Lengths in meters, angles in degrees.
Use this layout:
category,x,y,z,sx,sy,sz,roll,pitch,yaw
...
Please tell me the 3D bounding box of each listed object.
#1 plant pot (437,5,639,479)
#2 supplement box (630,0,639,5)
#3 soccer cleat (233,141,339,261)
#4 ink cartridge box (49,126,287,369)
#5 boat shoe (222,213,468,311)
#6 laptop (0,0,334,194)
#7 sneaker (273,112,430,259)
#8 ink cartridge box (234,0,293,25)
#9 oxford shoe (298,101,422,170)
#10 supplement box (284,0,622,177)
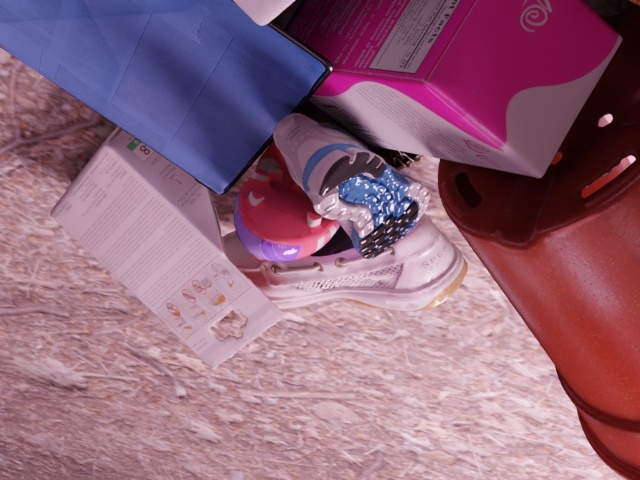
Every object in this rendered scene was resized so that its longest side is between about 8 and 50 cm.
category,x,y,z,sx,sy,sz,roll,pitch,yaw
plant pot,0.235,-0.005,1.099,0.272,0.272,0.265,-9,136,41
supplement box,0.208,-0.225,0.907,0.104,0.080,0.188,22,151,-6
soccer cleat,-0.031,-0.018,1.266,0.083,0.248,0.095,20,109,-4
ink cartridge box,-0.136,0.005,1.474,0.225,0.056,0.181,42,147,-6
boat shoe,0.000,0.000,1.421,0.277,0.098,0.096,-1,132,36
laptop,-0.261,-0.110,1.133,0.408,0.236,0.382,-22,175,-18
sneaker,0.020,-0.048,1.154,0.083,0.071,0.191,45,180,25
ink cartridge box,-0.059,-0.304,0.841,0.324,0.071,0.330,45,148,-10
oxford shoe,0.075,-0.089,1.210,0.227,0.096,0.083,-7,141,35
supplement box,0.075,-0.125,1.049,0.111,0.114,0.220,36,172,-29
